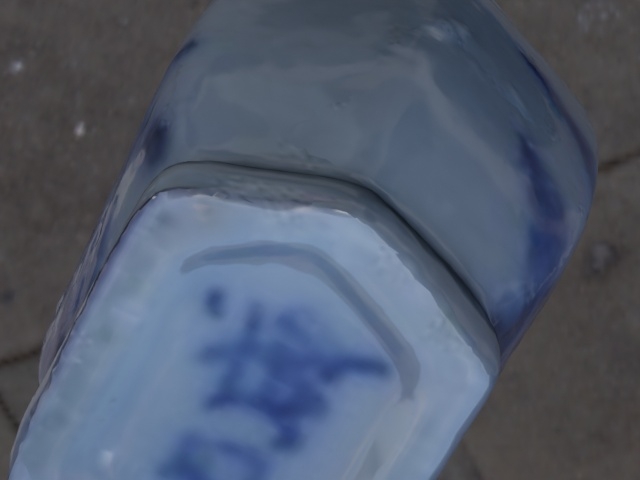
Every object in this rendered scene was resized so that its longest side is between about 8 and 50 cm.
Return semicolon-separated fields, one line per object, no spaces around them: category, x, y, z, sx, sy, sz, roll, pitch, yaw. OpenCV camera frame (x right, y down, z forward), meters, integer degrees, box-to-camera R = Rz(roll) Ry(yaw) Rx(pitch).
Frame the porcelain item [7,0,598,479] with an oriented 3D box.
porcelain item;0.000;0.000;0.779;0.178;0.405;0.242;29;110;0
